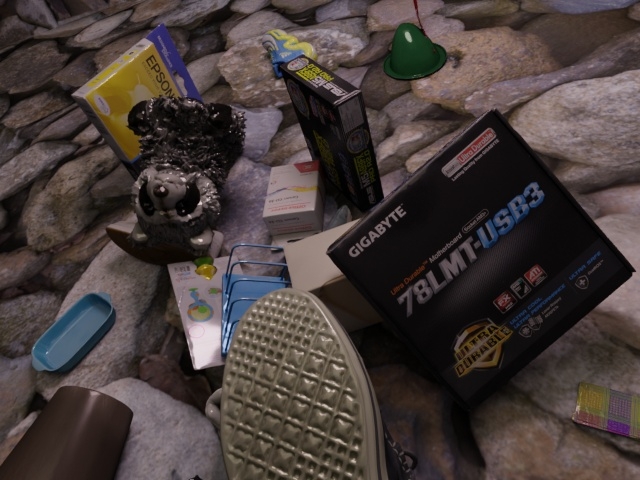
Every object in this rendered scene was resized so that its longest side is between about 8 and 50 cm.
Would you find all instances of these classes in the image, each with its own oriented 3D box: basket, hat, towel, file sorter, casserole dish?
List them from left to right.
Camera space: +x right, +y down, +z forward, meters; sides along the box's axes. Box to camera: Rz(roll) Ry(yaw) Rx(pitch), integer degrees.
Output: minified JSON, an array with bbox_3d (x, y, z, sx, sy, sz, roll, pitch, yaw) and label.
[{"bbox_3d":[-0.393,0.350,0.695,0.205,0.154,0.226,1,47,13],"label":"basket"},{"bbox_3d":[-0.494,0.189,0.946,0.114,0.037,0.188,20,59,33],"label":"casserole dish"},{"bbox_3d":[-0.105,0.101,0.803,0.118,0.104,0.170,5,45,-16],"label":"file sorter"},{"bbox_3d":[0.233,-0.561,1.232,0.173,0.183,0.208,-24,47,0],"label":"hat"},{"bbox_3d":[0.381,0.224,0.612,0.083,0.009,0.060,10,54,26],"label":"towel"}]

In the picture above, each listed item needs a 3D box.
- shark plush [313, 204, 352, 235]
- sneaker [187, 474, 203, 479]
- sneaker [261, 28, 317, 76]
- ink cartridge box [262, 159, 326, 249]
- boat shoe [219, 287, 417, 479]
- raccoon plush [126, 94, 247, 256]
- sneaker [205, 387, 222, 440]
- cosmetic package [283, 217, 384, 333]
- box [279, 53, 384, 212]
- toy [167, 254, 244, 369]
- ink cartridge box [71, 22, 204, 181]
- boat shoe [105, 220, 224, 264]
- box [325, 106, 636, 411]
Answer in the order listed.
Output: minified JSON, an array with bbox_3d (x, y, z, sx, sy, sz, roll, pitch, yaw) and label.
[{"bbox_3d":[0.000,0.000,0.907,0.161,0.067,0.073,-34,48,-11],"label":"shark plush"},{"bbox_3d":[-0.191,0.382,0.647,0.235,0.084,0.097,-4,36,6],"label":"sneaker"},{"bbox_3d":[-0.128,-0.579,1.445,0.240,0.091,0.126,30,66,36],"label":"sneaker"},{"bbox_3d":[-0.054,-0.078,0.995,0.116,0.067,0.198,-8,49,13],"label":"ink cartridge box"},{"bbox_3d":[0.021,0.289,0.518,0.187,0.156,0.499,-27,64,6],"label":"boat shoe"},{"bbox_3d":[-0.244,-0.126,1.023,0.216,0.446,0.298,5,93,19],"label":"raccoon plush"},{"bbox_3d":[-0.037,0.281,0.644,0.292,0.118,0.110,9,52,24],"label":"sneaker"},{"bbox_3d":[0.113,0.040,0.769,0.310,0.160,0.113,-21,47,3],"label":"cosmetic package"},{"bbox_3d":[0.027,-0.213,0.946,0.060,0.270,0.216,-32,48,-10],"label":"box"},{"bbox_3d":[-0.190,0.132,0.855,0.137,0.056,0.237,-7,50,-26],"label":"toy"},{"bbox_3d":[-0.417,-0.333,1.190,0.072,0.303,0.307,23,62,31],"label":"ink cartridge box"},{"bbox_3d":[-0.337,-0.006,1.022,0.277,0.098,0.096,13,54,17],"label":"boat shoe"},{"bbox_3d":[0.211,0.027,0.641,0.296,0.293,0.073,-41,3,3],"label":"box"}]
